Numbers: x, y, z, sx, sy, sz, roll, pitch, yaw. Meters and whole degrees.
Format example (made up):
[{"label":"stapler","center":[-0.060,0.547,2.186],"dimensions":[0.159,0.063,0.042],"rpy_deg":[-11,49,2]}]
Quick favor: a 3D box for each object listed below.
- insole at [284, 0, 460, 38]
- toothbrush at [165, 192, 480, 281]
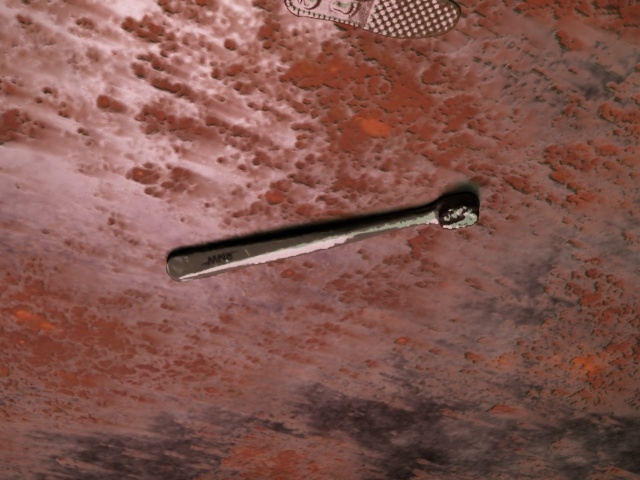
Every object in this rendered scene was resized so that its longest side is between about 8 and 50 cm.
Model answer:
[{"label":"insole","center":[0.040,-0.173,0.681],"dimensions":[0.135,0.002,0.045],"rpy_deg":[7,134,-13]},{"label":"toothbrush","center":[0.000,0.000,0.838],"dimensions":[0.298,0.030,0.030],"rpy_deg":[-11,110,7]}]
